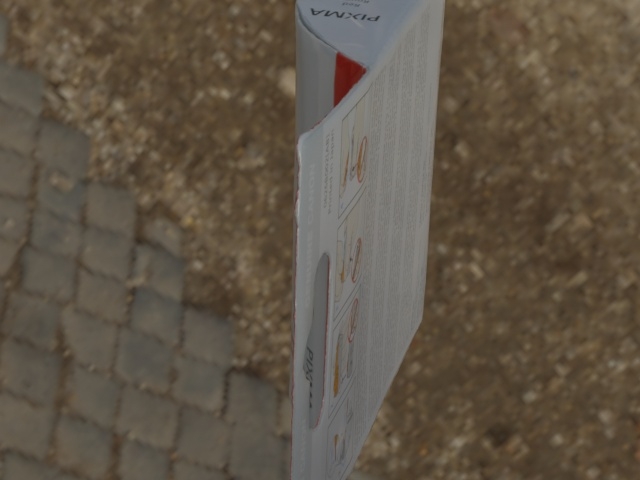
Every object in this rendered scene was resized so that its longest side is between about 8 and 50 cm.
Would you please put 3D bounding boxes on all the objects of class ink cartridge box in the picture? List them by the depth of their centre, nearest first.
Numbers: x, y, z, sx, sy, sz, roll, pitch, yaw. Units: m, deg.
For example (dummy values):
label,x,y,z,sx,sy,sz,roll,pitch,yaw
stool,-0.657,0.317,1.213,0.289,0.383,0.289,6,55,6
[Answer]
label,x,y,z,sx,sy,sz,roll,pitch,yaw
ink cartridge box,0.000,0.000,0.567,0.045,0.145,0.179,9,26,15
